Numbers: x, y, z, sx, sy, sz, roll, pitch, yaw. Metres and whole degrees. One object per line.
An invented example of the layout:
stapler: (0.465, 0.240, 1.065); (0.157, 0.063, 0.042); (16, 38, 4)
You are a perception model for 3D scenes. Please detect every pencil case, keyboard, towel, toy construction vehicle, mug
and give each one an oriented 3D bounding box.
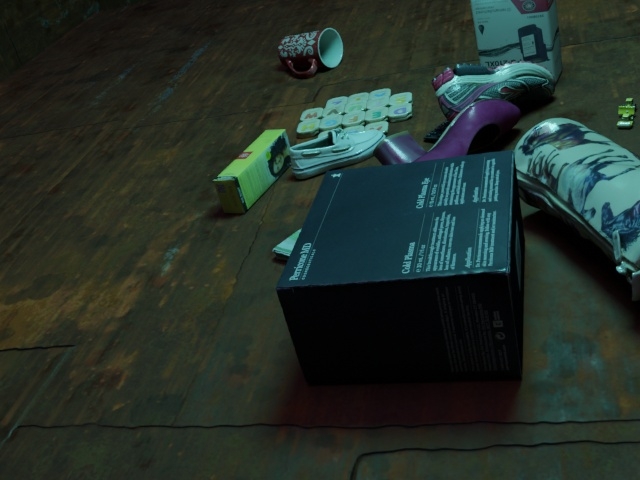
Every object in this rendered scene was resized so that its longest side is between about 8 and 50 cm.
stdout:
pencil case: (0.443, -0.055, 1.217); (0.183, 0.160, 0.410); (-7, 28, -15)
keyboard: (0.318, -0.262, 1.760); (0.108, 0.023, 0.180); (15, 43, 42)
towel: (0.000, 0.000, 1.479); (0.113, 0.023, 0.152); (18, 41, 41)
toy construction vehicle: (0.635, -0.258, 1.589); (0.085, 0.035, 0.098); (8, 37, 35)
mug: (-0.045, -0.551, 2.330); (0.169, 0.113, 0.150); (7, 35, 40)

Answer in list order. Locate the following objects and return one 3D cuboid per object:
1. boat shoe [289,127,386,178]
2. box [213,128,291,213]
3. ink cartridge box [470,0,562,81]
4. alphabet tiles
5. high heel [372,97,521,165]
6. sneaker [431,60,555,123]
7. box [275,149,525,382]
boat shoe: (0.039, -0.206, 1.744); (0.226, 0.076, 0.083); (-25, 31, -16)
box: (-0.140, -0.154, 1.733); (0.058, 0.087, 0.232); (3, 36, 30)
ink cartridge box: (0.454, -0.475, 1.838); (0.171, 0.237, 0.100); (1, 37, 27)
alphabet tiles: (0.085, -0.308, 1.950); (0.284, 0.021, 0.278); (-8, 31, 13)
high heel: (0.291, -0.158, 1.567); (0.377, 0.127, 0.181); (-23, 64, -26)
sneaker: (0.378, -0.311, 1.724); (0.299, 0.112, 0.121); (-9, -13, -22)
box: (0.139, 0.032, 1.196); (0.312, 0.179, 0.343); (-4, 32, 18)
